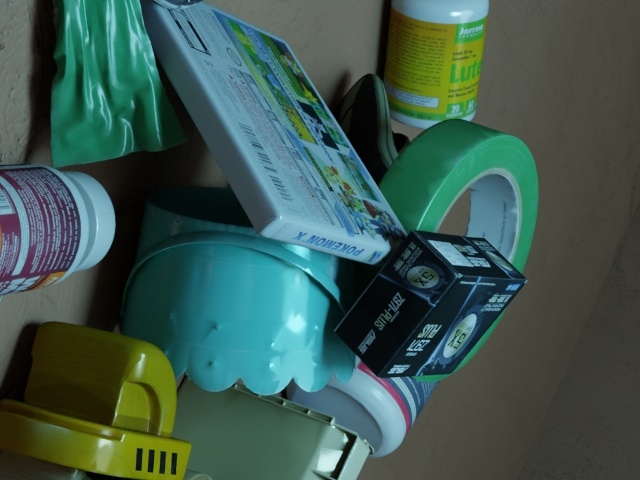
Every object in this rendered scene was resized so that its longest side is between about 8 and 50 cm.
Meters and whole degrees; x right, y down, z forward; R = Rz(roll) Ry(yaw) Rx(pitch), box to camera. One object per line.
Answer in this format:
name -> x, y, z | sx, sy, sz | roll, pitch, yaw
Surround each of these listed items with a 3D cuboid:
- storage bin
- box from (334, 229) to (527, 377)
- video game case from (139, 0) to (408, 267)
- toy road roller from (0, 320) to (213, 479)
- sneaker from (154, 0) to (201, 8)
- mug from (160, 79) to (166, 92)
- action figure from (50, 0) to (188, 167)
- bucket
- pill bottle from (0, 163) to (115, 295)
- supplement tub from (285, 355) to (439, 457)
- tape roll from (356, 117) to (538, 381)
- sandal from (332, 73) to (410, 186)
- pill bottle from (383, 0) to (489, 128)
storage bin -> -0.098, 0.323, 1.954 | 0.262, 0.260, 0.123 | -63, 151, -18
box -> 0.123, 0.071, 1.731 | 0.147, 0.077, 0.180 | -52, 154, 17
video game case -> -0.051, -0.120, 1.670 | 0.036, 0.329, 0.300 | -40, 155, 19
toy road roller -> -0.224, 0.223, 1.686 | 0.329, 0.203, 0.240 | 26, 78, -64
sneaker -> -0.062, -0.330, 1.626 | 0.321, 0.180, 0.124 | -38, 112, -59
mug -> -0.199, -0.153, 1.631 | 0.078, 0.064, 0.062 | -11, 118, -63
action figure -> -0.216, -0.196, 1.536 | 0.137, 0.063, 0.232 | -13, 111, -17
bucket -> -0.086, 0.049, 1.779 | 0.281, 0.281, 0.183 | -17, 115, -61
pill bottle -> -0.292, -0.011, 1.464 | 0.221, 0.121, 0.121 | -9, 115, -63
supplement tub -> 0.090, 0.165, 2.319 | 0.272, 0.191, 0.191 | -53, 150, -35
tape roll -> 0.154, 0.013, 1.938 | 0.321, 0.077, 0.321 | -36, 137, -42
sandal -> 0.085, -0.083, 2.086 | 0.086, 0.302, 0.120 | 12, 140, -41
pill bottle -> 0.163, -0.292, 2.215 | 0.136, 0.136, 0.245 | -38, 139, -51
